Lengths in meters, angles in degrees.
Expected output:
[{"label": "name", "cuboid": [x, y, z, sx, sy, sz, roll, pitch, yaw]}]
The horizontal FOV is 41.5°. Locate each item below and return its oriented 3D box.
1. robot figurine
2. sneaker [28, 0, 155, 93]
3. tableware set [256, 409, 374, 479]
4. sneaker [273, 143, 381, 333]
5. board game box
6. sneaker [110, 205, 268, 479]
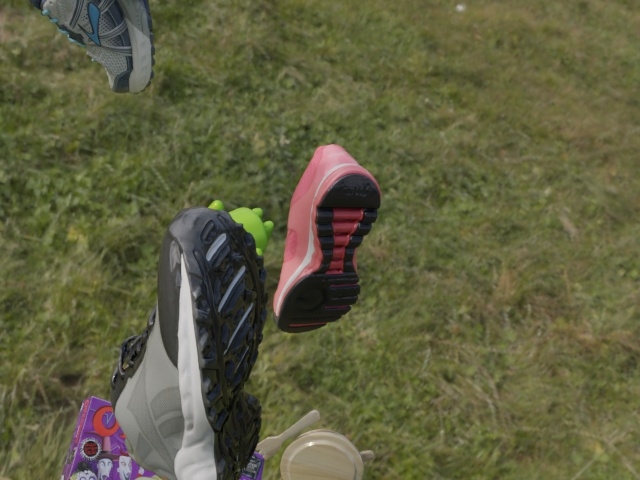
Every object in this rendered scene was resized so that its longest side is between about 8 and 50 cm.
[{"label": "robot figurine", "cuboid": [-0.114, 0.000, 1.073, 0.115, 0.067, 0.101, -26, 68, -36]}, {"label": "sneaker", "cuboid": [-0.245, -0.261, 0.897, 0.122, 0.283, 0.110, -8, 61, -11]}, {"label": "tableware set", "cuboid": [-0.040, 0.263, 0.906, 0.128, 0.194, 0.039, 51, 15, -14]}, {"label": "sneaker", "cuboid": [0.001, 0.000, 1.243, 0.116, 0.313, 0.136, 3, 36, -24]}, {"label": "board game box", "cuboid": [-0.262, 0.416, 1.425, 0.347, 0.056, 0.208, 26, 51, -27]}, {"label": "sneaker", "cuboid": [-0.100, 0.089, 0.583, 0.108, 0.271, 0.100, 18, 42, 11]}]
